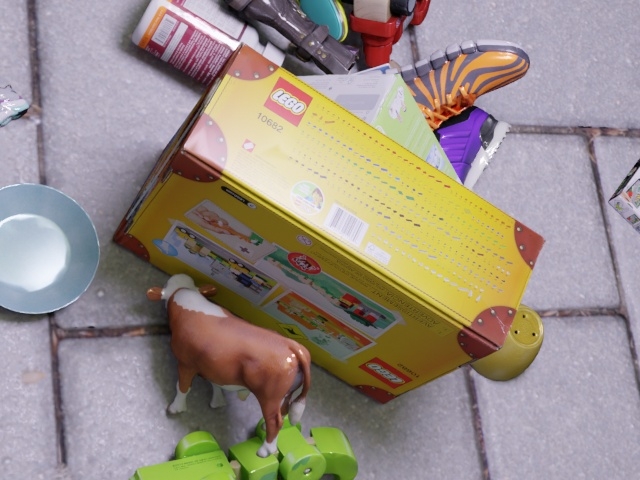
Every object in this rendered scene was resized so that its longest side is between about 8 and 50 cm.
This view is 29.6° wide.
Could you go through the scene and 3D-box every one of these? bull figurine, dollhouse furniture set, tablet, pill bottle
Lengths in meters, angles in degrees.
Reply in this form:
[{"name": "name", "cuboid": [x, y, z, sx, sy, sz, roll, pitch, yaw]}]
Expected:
[{"name": "bull figurine", "cuboid": [-0.136, 0.168, 1.700, 0.101, 0.310, 0.188, -15, 116, -42]}, {"name": "dollhouse furniture set", "cuboid": [0.003, -0.297, 2.038, 0.114, 0.091, 0.081, 16, 107, 6]}, {"name": "tablet", "cuboid": [0.079, -0.267, 2.007, 0.083, 0.054, 0.006, -15, 62, 8]}, {"name": "pill bottle", "cuboid": [-0.174, -0.309, 1.901, 0.221, 0.121, 0.121, 30, 63, -12]}]

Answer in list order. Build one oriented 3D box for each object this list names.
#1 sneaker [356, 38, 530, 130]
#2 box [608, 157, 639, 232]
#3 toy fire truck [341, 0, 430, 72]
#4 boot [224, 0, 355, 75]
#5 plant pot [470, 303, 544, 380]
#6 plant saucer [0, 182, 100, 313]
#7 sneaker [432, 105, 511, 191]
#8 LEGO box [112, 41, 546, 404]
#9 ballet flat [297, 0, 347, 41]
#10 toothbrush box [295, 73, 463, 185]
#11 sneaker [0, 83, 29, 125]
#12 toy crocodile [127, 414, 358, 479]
[{"name": "sneaker", "cuboid": [0.187, -0.199, 1.938, 0.124, 0.321, 0.180, 39, 41, -53]}, {"name": "box", "cuboid": [0.623, -0.104, 2.219, 0.114, 0.036, 0.207, 44, 61, -4]}, {"name": "toy fire truck", "cuboid": [0.138, -0.363, 2.051, 0.158, 0.246, 0.217, 14, 42, 16]}, {"name": "boot", "cuboid": [-0.042, -0.343, 1.933, 0.229, 0.091, 0.263, 37, 17, -13]}, {"name": "plant pot", "cuboid": [0.307, 0.151, 1.960, 0.134, 0.095, 0.134, 8, 68, -21]}, {"name": "plant saucer", "cuboid": [-0.415, 0.015, 1.732, 0.195, 0.037, 0.195, 8, 68, -21]}, {"name": "sneaker", "cuboid": [0.190, -0.123, 2.014, 0.146, 0.102, 0.293, 35, 58, -1]}, {"name": "LEGO box", "cuboid": [0.000, 0.000, 1.725, 0.500, 0.372, 0.193, 32, 62, -10]}, {"name": "ballet flat", "cuboid": [-0.014, -0.428, 2.027, 0.077, 0.077, 0.231, -27, 69, -43]}, {"name": "toothbrush box", "cuboid": [0.070, -0.111, 1.818, 0.283, 0.206, 0.122, 53, 53, -42]}, {"name": "sneaker", "cuboid": [-0.485, -0.196, 1.779, 0.069, 0.038, 0.098, 51, 52, 2]}, {"name": "toy crocodile", "cuboid": [-0.105, 0.329, 1.723, 0.340, 0.105, 0.115, -11, 35, -25]}]
